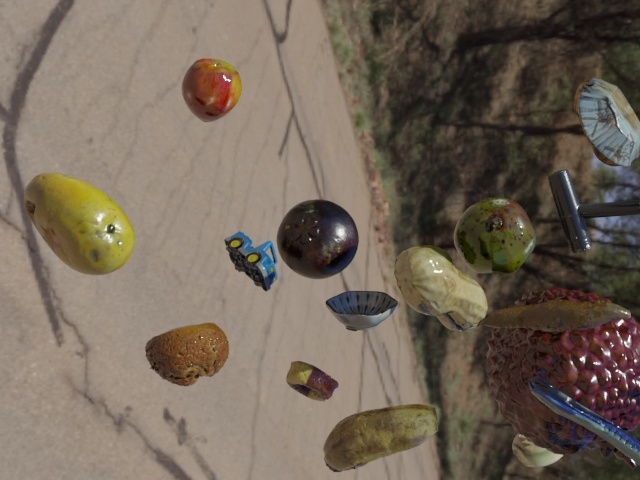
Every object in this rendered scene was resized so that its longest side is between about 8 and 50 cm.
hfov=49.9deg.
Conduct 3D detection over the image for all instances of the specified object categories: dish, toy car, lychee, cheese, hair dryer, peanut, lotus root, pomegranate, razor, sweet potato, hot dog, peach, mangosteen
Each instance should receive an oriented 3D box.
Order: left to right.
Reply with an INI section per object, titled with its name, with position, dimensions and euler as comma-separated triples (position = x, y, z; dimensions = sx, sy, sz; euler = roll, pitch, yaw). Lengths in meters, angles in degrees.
[peach]
position = -0.335, -0.453, 2.097
dimensions = 0.197, 0.197, 0.197
euler = -4, 90, -76
[toy car]
position = -0.174, 0.045, 1.850
dimensions = 0.100, 0.191, 0.097
euler = -34, 137, -22
[mangosteen]
position = 0.000, 0.000, 1.977
dimensions = 0.289, 0.231, 0.231
euler = 27, 59, -77
[dish]
position = 0.108, 0.191, 1.802
dimensions = 0.190, 0.191, 0.066
euler = -51, 140, -70
[lotus root]
position = 0.110, 0.369, 1.321
dimensions = 0.097, 0.258, 0.110
euler = 64, 21, -1
[peanut]
position = 0.265, 0.111, 1.487
dimensions = 0.290, 0.130, 0.130
euler = 31, 50, -38
[pomegranate]
position = 0.445, 0.008, 1.713
dimensions = 0.246, 0.198, 0.198
euler = 50, 32, -30
[sweet potato]
position = 0.429, 0.143, 1.287
dimensions = 0.067, 0.274, 0.067
euler = 27, 59, -59
[cheese]
position = 0.653, 0.554, 1.934
dimensions = 0.064, 0.227, 0.137
euler = 68, -9, -20
[lychee]
position = 0.645, 0.346, 1.750
dimensions = 0.424, 0.425, 0.500
euler = 70, -6, -46
[hot dog]
position = 0.503, -0.207, 1.215
dimensions = 0.162, 0.082, 0.270
euler = 56, 31, 0
[hair dryer]
position = 0.577, -0.081, 1.391
dimensions = 0.050, 0.195, 0.173
euler = -29, 99, -61
[razor]
position = 0.403, 0.256, 0.836
dimensions = 0.056, 0.324, 0.093
euler = -63, 167, -15

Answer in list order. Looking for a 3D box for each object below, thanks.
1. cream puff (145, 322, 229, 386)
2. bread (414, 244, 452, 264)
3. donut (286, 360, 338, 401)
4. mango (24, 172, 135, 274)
[cream puff]
position = -0.482, 0.423, 2.536
dimensions = 0.303, 0.303, 0.212
euler = 40, 31, -70
[bread]
position = 0.270, 0.079, 1.708
dimensions = 0.114, 0.111, 0.129
euler = 77, -11, -47
[donut]
position = -0.025, 0.368, 1.788
dimensions = 0.059, 0.140, 0.140
euler = -64, 152, -28
[mango]
position = -0.661, -0.054, 1.870
dimensions = 0.182, 0.365, 0.253
euler = -36, 152, -39
